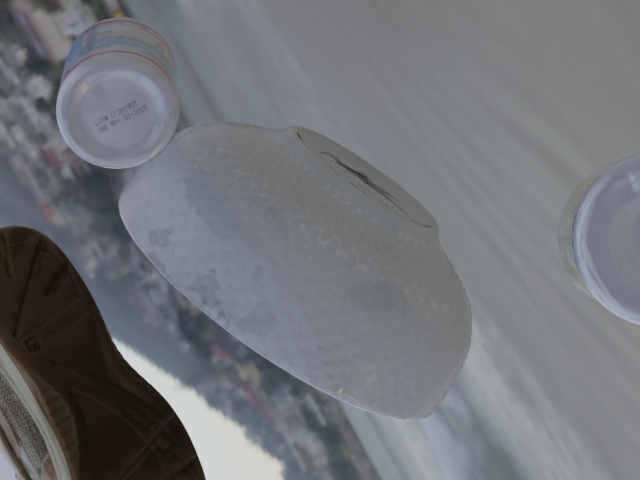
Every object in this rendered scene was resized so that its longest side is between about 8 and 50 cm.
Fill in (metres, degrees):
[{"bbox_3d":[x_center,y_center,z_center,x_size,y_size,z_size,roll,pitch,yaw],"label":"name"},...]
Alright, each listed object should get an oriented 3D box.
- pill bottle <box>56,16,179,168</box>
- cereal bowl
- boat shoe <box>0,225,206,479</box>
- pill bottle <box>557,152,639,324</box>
[{"bbox_3d":[-0.151,-0.118,1.056,0.087,0.087,0.160,62,-176,-22],"label":"pill bottle"},{"bbox_3d":[0.000,0.000,1.230,0.339,0.141,0.339,33,-167,-8],"label":"cereal bowl"},{"bbox_3d":[-0.199,0.153,1.140,0.110,0.122,0.341,-24,93,47],"label":"boat shoe"},{"bbox_3d":[0.233,-0.003,1.002,0.119,0.119,0.208,61,-174,2],"label":"pill bottle"}]
